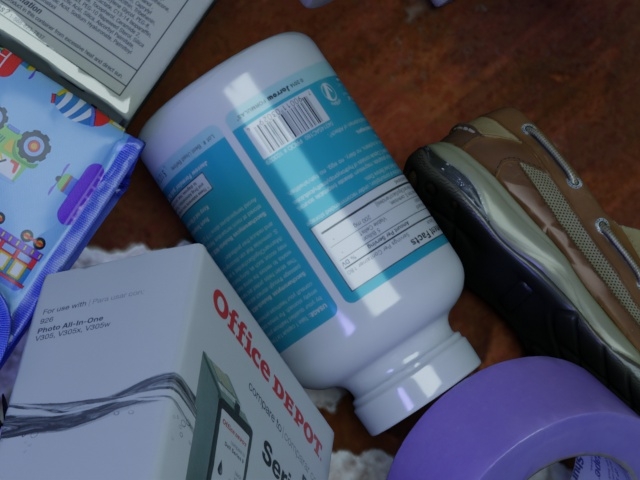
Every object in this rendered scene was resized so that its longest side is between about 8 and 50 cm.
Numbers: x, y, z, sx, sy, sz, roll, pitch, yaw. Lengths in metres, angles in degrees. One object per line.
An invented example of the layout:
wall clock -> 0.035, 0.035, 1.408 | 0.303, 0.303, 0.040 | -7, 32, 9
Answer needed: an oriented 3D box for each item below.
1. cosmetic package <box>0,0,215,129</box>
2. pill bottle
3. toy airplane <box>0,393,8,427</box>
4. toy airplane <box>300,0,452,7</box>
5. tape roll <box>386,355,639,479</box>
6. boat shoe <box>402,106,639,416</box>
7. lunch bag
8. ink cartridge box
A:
cosmetic package -> -0.126, -0.231, 1.369 | 0.160, 0.113, 0.309 | 35, 69, -5
pill bottle -> 0.000, 0.000, 1.327 | 0.146, 0.146, 0.264 | -32, 87, -21
toy airplane -> -0.277, 0.123, 1.280 | 0.151, 0.028, 0.151 | 4, 73, -15
toy airplane -> 0.185, -0.295, 1.339 | 0.272, 0.384, 0.386 | 64, 25, -17
tape roll -> 0.141, 0.178, 1.302 | 0.189, 0.080, 0.189 | -14, 122, -23
boat shoe -> 0.201, 0.036, 1.390 | 0.120, 0.122, 0.324 | -39, 90, -24
lunch bag -> -0.288, 0.006, 1.260 | 0.221, 0.138, 0.293 | 33, 76, -3
ink cartridge box -> -0.097, 0.177, 1.158 | 0.121, 0.211, 0.289 | -12, 44, 21
